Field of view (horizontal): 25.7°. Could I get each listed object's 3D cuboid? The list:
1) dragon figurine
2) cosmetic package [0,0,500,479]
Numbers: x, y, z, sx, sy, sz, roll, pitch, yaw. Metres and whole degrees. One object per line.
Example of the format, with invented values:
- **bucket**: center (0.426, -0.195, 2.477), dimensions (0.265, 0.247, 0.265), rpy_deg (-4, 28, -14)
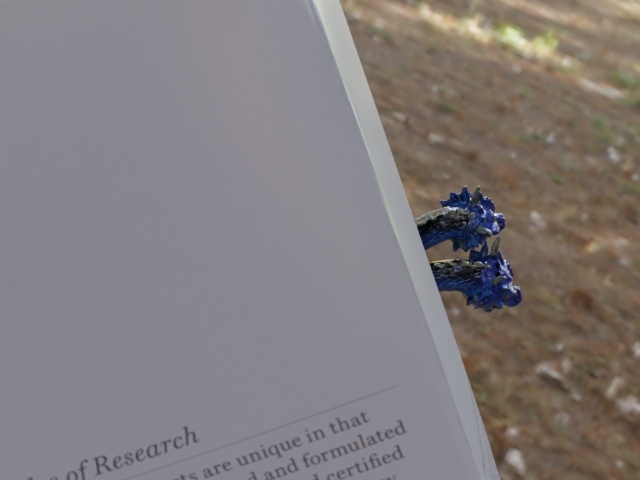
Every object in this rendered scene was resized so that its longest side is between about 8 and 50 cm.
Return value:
- **dragon figurine**: center (0.000, 0.000, 0.867), dimensions (0.289, 0.144, 0.085), rpy_deg (19, 46, -40)
- **cosmetic package**: center (-0.054, -0.015, 0.437), dimensions (0.155, 0.366, 0.197), rpy_deg (-20, 23, 4)
